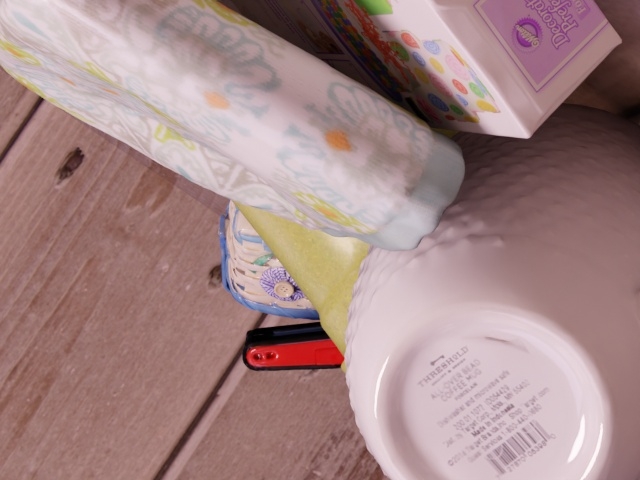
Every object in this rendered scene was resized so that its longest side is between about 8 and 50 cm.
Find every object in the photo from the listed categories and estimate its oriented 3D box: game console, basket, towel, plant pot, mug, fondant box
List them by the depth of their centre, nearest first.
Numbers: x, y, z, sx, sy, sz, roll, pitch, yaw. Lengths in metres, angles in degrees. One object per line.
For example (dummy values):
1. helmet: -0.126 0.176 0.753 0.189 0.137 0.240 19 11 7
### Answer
1. fondant box: 0.025 -0.194 1.263 0.238 0.096 0.330 51 167 -20
2. towel: -0.083 -0.098 1.334 0.320 0.090 0.374 27 175 -10
3. mug: 0.195 0.048 1.385 0.276 0.374 0.328 60 -158 -9
4. plant pot: 0.032 -0.060 1.765 0.254 0.276 0.276 44 173 5
5. game console: 0.084 0.104 2.123 0.342 0.060 0.386 -2 179 -1
6. basket: 0.000 0.000 2.150 0.255 0.201 0.289 0 158 6

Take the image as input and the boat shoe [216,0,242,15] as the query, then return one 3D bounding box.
1. boat shoe: -0.024 -0.163 1.578 0.301 0.108 0.102 52 163 -14
